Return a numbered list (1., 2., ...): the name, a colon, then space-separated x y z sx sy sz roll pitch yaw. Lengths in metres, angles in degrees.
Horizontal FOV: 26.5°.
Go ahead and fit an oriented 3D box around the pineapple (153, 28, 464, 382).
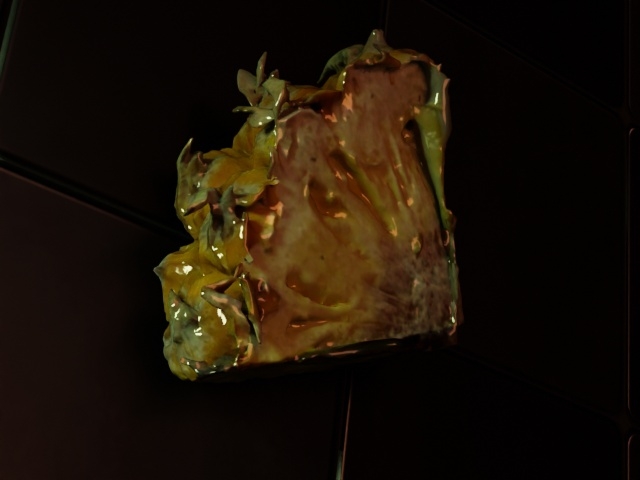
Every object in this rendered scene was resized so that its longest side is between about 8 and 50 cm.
1. pineapple: 0.000 0.000 0.760 0.186 0.114 0.236 40 62 -23
